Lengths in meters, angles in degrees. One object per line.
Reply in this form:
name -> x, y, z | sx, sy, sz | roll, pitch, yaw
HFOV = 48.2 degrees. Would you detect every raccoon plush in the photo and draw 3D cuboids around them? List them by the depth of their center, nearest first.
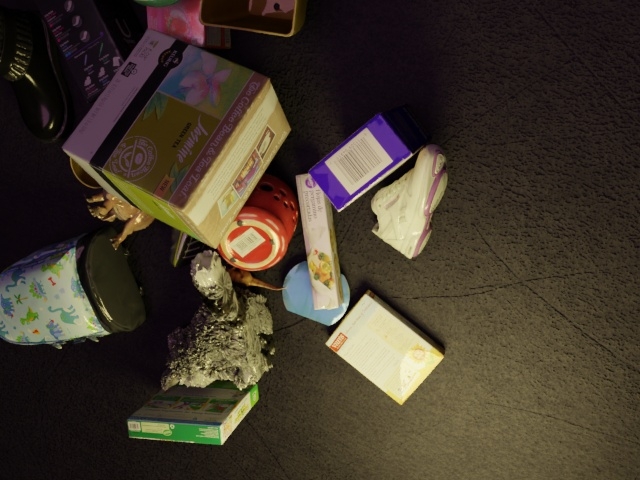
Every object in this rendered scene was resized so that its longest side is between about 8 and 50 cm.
raccoon plush -> -0.301, 0.188, 1.731 | 0.299, 0.216, 0.446 | -7, 124, 17

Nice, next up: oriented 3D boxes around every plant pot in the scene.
plant pot -> -0.119, -0.558, 1.542 | 0.212, 0.187, 0.212 | 12, 107, 13
plant pot -> -0.150, -0.035, 1.659 | 0.191, 0.174, 0.191 | 1, 125, 2
plant pot -> -0.543, -0.204, 1.799 | 0.134, 0.095, 0.134 | 4, 103, 15

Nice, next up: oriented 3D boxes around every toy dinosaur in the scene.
toy dinosaur -> -0.454, -0.101, 1.742 | 0.200, 0.296, 0.127 | -29, 56, -11
toy dinosaur -> -0.177, 0.096, 1.757 | 0.211, 0.112, 0.064 | 16, 103, 5

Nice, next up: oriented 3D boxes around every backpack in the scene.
backpack -> -0.682, 0.138, 1.861 | 0.355, 0.273, 0.290 | -5, 109, 30

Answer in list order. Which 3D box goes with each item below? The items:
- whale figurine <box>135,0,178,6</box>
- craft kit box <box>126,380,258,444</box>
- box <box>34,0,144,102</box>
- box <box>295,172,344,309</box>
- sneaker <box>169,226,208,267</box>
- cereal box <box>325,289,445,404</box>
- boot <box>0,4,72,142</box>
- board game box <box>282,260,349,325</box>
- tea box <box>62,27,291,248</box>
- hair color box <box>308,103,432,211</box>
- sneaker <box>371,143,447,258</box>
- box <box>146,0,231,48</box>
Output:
whale figurine -> -0.336, -0.611, 1.479 | 0.216, 0.141, 0.272 | -9, 75, 18
craft kit box -> -0.315, 0.425, 1.806 | 0.249, 0.246, 0.061 | 0, 106, 17
box -> -0.517, -0.480, 1.687 | 0.143, 0.165, 0.270 | -25, 96, 20
box -> 0.000, 0.000, 1.690 | 0.063, 0.067, 0.324 | -6, 95, 14
sneaker -> -0.334, -0.076, 1.779 | 0.121, 0.111, 0.300 | 24, 109, 29
cereal box -> 0.156, 0.258, 1.733 | 0.240, 0.047, 0.173 | 39, 110, 5
boot -> -0.747, -0.398, 1.722 | 0.131, 0.260, 0.348 | -6, 101, 17
board game box -> -0.008, 0.126, 1.759 | 0.168, 0.033, 0.133 | 19, 100, 9
tea box -> -0.292, -0.216, 1.520 | 0.323, 0.220, 0.329 | 25, 76, 18
hair color box -> 0.114, -0.180, 1.484 | 0.185, 0.339, 0.110 | -37, 93, 21
sneaker -> 0.183, -0.090, 1.564 | 0.152, 0.114, 0.305 | 29, 137, 17
box -> -0.299, -0.582, 1.606 | 0.142, 0.154, 0.300 | 3, 105, 15
